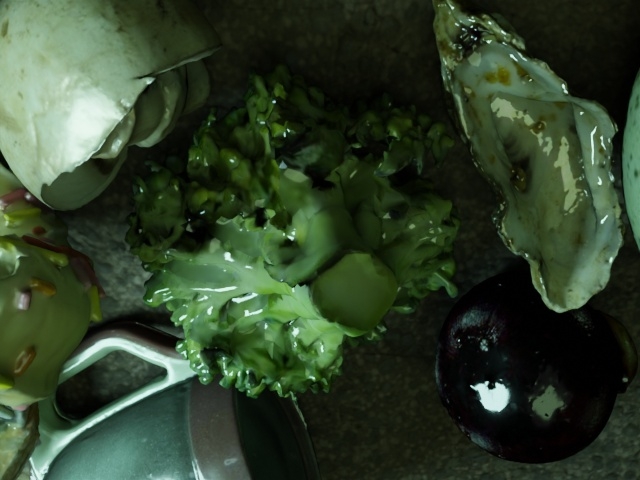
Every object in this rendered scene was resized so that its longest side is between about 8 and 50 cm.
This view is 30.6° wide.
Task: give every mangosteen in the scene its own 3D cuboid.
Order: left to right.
[{"bbox_3d":[0.249,0.139,1.295,0.250,0.211,0.211,6,123,-43],"label":"mangosteen"}]

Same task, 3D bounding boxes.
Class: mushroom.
[{"bbox_3d":[-0.211,-0.167,1.090,0.253,0.195,0.189,-37,89,39],"label":"mushroom"}]

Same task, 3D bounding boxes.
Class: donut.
[{"bbox_3d":[-0.345,-0.013,1.072,0.150,0.307,0.371,-43,81,-2],"label":"donut"}]

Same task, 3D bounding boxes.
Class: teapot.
[{"bbox_3d":[-0.193,0.244,1.302,0.312,0.233,0.315,-21,90,12],"label":"teapot"}]

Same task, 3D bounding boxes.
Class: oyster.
[{"bbox_3d":[0.204,-0.100,1.168,0.166,0.110,0.341,-37,97,18],"label":"oyster"}]

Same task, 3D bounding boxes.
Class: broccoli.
[{"bbox_3d":[-0.011,-0.005,1.170,0.272,0.324,0.334,-2,130,47],"label":"broccoli"}]

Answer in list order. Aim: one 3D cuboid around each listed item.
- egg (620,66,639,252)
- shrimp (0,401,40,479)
[{"bbox_3d":[0.441,-0.058,1.141,0.287,0.287,0.379,-26,121,9],"label":"egg"},{"bbox_3d":[-0.349,0.170,1.231,0.317,0.077,0.168,-53,130,-15],"label":"shrimp"}]
